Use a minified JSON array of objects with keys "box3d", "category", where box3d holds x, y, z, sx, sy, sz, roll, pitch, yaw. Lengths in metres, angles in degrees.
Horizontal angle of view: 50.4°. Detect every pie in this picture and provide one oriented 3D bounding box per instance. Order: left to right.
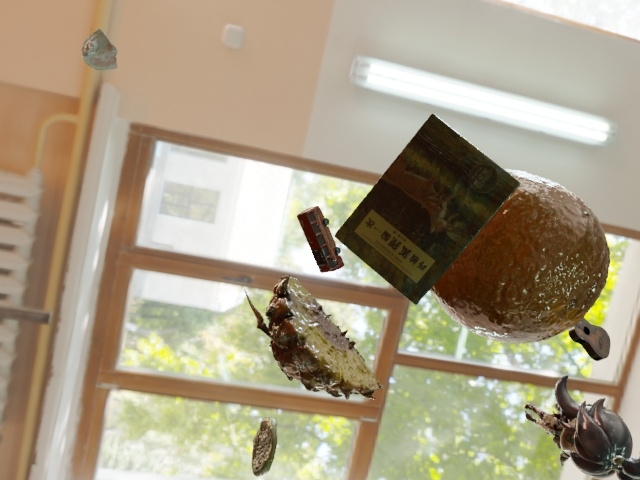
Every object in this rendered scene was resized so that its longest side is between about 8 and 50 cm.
[{"box3d":[-0.080,0.293,0.973,0.085,0.017,0.085,-50,-150,44],"category":"pie"}]

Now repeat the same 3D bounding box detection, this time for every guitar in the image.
[{"box3d":[0.600,0.198,1.622,0.025,0.233,0.088,-44,-167,50],"category":"guitar"}]

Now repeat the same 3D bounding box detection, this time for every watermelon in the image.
[{"box3d":[-0.436,-0.377,1.358,0.085,0.061,0.085,-8,90,-65],"category":"watermelon"}]

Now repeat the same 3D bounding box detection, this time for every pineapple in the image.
[{"box3d":[-0.047,0.224,1.381,0.158,0.334,0.161,-36,179,32],"category":"pineapple"}]

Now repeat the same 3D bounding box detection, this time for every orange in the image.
[{"box3d":[0.337,0.022,1.256,0.357,0.322,0.322,37,-62,54],"category":"orange"}]

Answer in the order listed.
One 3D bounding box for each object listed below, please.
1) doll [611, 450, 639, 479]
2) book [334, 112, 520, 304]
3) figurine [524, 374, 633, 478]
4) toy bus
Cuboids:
[{"box3d":[0.597,0.440,1.304,0.083,0.076,0.050,67,11,-49],"category":"doll"},{"box3d":[0.149,-0.044,0.973,0.228,0.160,0.024,-51,172,10],"category":"book"},{"box3d":[0.659,0.478,1.722,0.197,0.175,0.265,-38,-140,8],"category":"figurine"},{"box3d":[0.000,0.000,1.088,0.031,0.043,0.110,-15,-79,45],"category":"toy bus"}]
